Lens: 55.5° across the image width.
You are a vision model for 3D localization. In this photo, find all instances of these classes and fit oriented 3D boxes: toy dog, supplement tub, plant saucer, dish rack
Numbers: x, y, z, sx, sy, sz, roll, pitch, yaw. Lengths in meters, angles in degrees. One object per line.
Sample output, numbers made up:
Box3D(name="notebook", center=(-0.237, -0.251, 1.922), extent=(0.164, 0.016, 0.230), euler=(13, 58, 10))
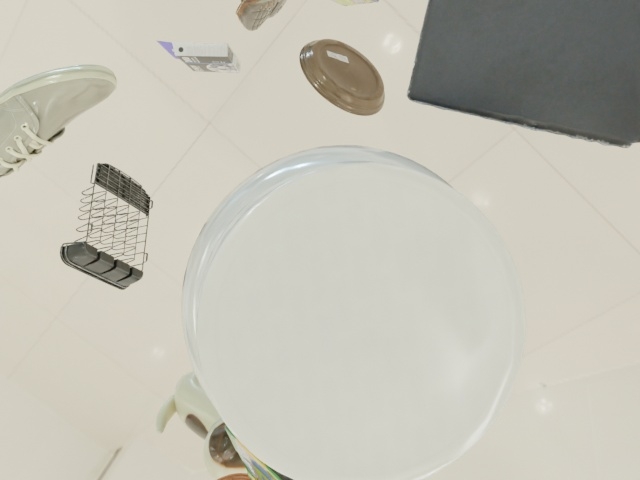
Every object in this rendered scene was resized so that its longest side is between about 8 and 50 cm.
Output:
Box3D(name="toy dog", center=(-0.249, 0.489, 1.688), extent=(0.396, 0.408, 0.284), euler=(-12, 119, -19))
Box3D(name="supplement tub", center=(0.010, 0.044, 0.501), extent=(0.229, 0.316, 0.228), euler=(0, 93, -6))
Box3D(name="plant saucer", center=(0.070, -0.464, 1.696), extent=(0.278, 0.277, 0.041), euler=(36, 134, -7))
Box3D(name="dish rack", center=(-0.494, -0.041, 1.447), extent=(0.074, 0.271, 0.208), euler=(-15, 150, 22))

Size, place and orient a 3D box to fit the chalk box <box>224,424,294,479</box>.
Box3D(name="chalk box", center=(-0.021, 0.264, 0.768), extent=(0.213, 0.132, 0.132), euler=(17, 133, 55))

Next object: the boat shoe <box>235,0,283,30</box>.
Box3D(name="boat shoe", center=(-0.188, -0.703, 1.773), extent=(0.116, 0.324, 0.123), euler=(40, 119, -10))

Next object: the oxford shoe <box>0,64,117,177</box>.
Box3D(name="oxford shoe", center=(-0.595, -0.211, 1.200), extent=(0.450, 0.169, 0.130), euler=(-25, 81, 4))

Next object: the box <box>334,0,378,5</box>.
Box3D(name="box", center=(0.066, -0.677, 1.314), extent=(0.177, 0.290, 0.279), euler=(18, 104, -18))

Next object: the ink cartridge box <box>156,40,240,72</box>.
Box3D(name="ink cartridge box", center=(-0.356, -0.541, 1.803), extent=(0.209, 0.206, 0.045), euler=(4, 93, 2))

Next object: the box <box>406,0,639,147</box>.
Box3D(name="box", center=(0.345, -0.404, 0.885), extent=(0.298, 0.472, 0.479), euler=(15, 104, 11))

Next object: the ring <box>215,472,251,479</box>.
Box3D(name="ring", center=(-0.131, 0.549, 0.967), extent=(0.337, 0.336, 0.032), euler=(-30, 150, 32))
